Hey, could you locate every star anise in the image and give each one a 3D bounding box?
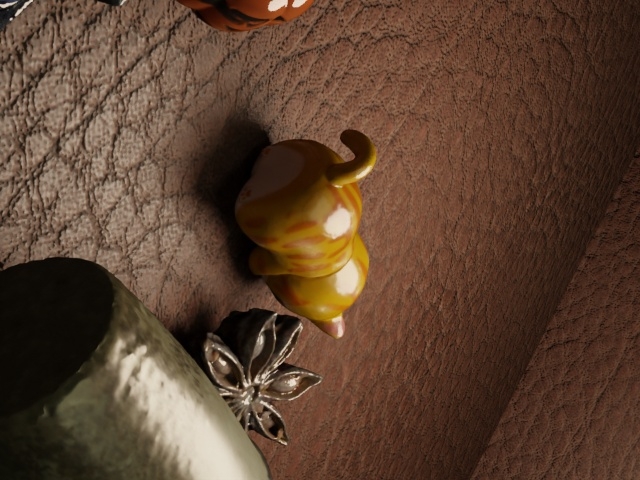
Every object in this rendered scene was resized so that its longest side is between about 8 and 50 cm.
[{"bbox_3d":[-0.117,0.189,1.211,0.236,0.109,0.223,-22,120,-27],"label":"star anise"}]

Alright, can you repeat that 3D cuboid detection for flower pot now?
[{"bbox_3d":[-0.228,0.204,0.890,0.293,0.294,0.330,-48,138,-28],"label":"flower pot"}]

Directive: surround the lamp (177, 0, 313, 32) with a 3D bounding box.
[{"bbox_3d":[-0.081,-0.305,0.914,0.188,0.164,0.187,-5,98,-34],"label":"lamp"}]

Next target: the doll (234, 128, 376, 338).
[{"bbox_3d":[-0.017,-0.010,1.192,0.269,0.162,0.166,85,25,-51],"label":"doll"}]

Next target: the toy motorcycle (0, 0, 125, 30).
[{"bbox_3d":[-0.281,-0.195,0.716,0.358,0.125,0.212,-51,147,-23],"label":"toy motorcycle"}]
